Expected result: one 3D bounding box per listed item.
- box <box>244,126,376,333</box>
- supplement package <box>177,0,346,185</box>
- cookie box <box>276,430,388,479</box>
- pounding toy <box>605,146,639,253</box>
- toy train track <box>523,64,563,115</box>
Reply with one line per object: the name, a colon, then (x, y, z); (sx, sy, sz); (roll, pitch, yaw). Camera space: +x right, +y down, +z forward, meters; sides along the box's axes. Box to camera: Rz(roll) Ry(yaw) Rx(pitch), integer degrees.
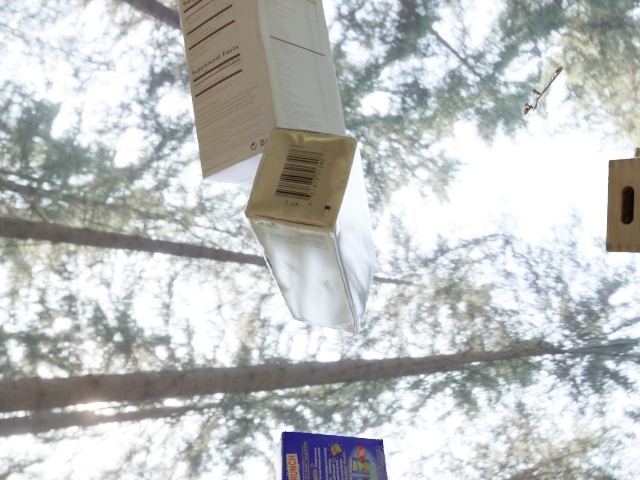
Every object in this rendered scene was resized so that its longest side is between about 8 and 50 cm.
box: (0.000, 0.000, 0.809); (0.094, 0.275, 0.113); (10, -117, 13)
supplement package: (-0.071, -0.203, 0.899); (0.133, 0.139, 0.244); (-18, -104, 38)
cookie box: (0.011, 0.239, 0.711); (0.092, 0.107, 0.040); (-93, -165, -48)
pounding toy: (0.399, -0.054, 0.876); (0.100, 0.130, 0.141); (1, -91, 50)
toy train track: (0.303, -0.208, 0.995); (0.014, 0.048, 0.083); (29, -48, -5)
